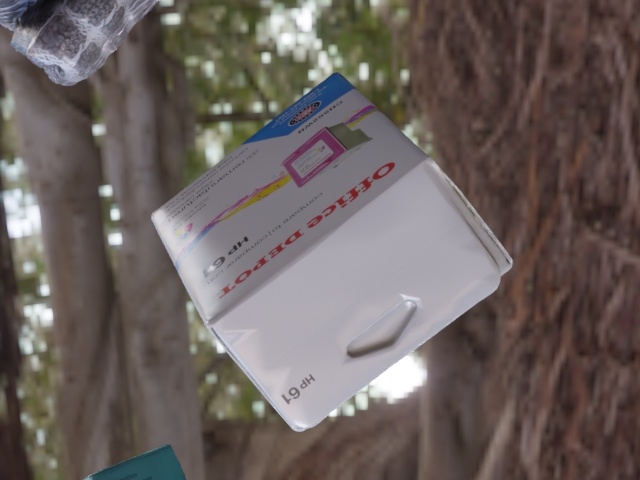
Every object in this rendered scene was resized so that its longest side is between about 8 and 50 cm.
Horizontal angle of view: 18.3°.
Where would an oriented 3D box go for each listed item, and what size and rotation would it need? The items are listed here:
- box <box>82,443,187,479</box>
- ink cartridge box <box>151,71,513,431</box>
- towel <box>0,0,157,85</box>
[{"bbox_3d":[-0.079,0.248,1.122,0.060,0.100,0.244,-18,-103,-40],"label":"box"},{"bbox_3d":[0.000,0.000,0.664,0.088,0.052,0.122,-38,-157,0],"label":"ink cartridge box"},{"bbox_3d":[-0.061,-0.173,0.873,0.235,0.121,0.283,-35,-175,-1],"label":"towel"}]
